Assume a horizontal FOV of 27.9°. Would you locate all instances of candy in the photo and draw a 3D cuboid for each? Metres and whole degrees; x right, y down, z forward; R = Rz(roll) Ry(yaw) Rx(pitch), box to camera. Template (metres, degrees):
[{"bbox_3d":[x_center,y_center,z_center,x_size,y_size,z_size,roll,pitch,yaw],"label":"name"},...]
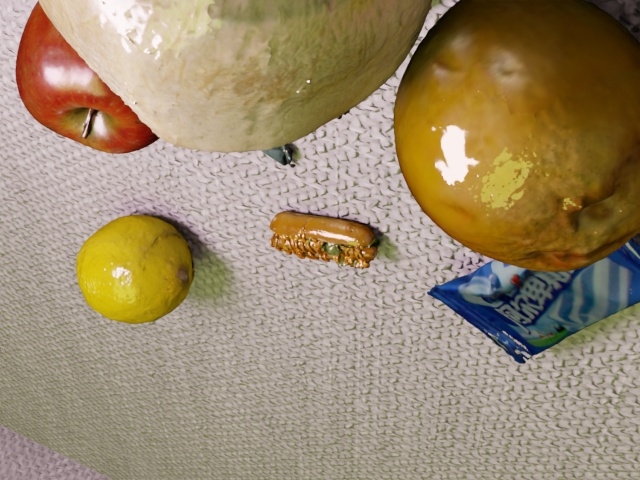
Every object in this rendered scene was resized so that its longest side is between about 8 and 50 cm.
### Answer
[{"bbox_3d":[0.285,0.057,1.636,0.187,0.077,0.331,36,147,-12],"label":"candy"}]

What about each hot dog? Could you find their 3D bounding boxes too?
[{"bbox_3d":[0.000,0.000,1.824,0.188,0.055,0.072,8,144,33],"label":"hot dog"}]

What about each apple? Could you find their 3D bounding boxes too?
[{"bbox_3d":[-0.258,-0.229,1.578,0.230,0.230,0.230,23,148,15],"label":"apple"}]

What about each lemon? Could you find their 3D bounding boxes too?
[{"bbox_3d":[-0.293,0.045,2.039,0.180,0.180,0.193,42,170,-18],"label":"lemon"}]

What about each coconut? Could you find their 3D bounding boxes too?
[{"bbox_3d":[-0.075,-0.298,1.142,0.404,0.404,0.404,23,148,15],"label":"coconut"}]

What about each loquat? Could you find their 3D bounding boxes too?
[{"bbox_3d":[0.214,-0.117,1.262,0.276,0.284,0.276,-3,141,-2],"label":"loquat"}]

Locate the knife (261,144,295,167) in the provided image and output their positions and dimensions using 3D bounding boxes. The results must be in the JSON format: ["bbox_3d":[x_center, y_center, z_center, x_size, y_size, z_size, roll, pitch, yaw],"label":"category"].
[{"bbox_3d":[-0.153,-0.186,1.719,0.296,0.026,0.044,34,161,-5],"label":"knife"}]
